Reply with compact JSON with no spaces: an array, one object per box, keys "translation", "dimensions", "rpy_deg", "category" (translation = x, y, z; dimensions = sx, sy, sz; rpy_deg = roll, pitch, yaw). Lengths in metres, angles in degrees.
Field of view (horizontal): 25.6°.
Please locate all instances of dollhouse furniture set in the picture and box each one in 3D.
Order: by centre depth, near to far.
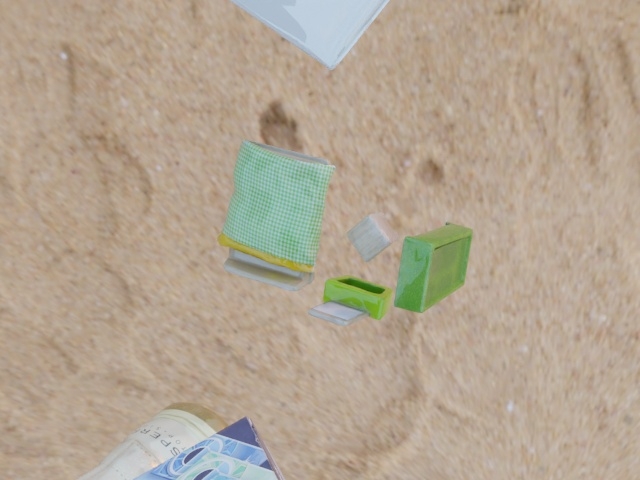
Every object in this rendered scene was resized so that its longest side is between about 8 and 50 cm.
[{"translation":[0.000,0.000,0.751],"dimensions":[0.152,0.058,0.076],"rpy_deg":[17,107,25],"category":"dollhouse furniture set"}]

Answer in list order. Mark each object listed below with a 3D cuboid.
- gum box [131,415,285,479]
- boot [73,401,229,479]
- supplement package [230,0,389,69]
[{"translation":[-0.081,0.149,0.476],"dimensions":[0.184,0.157,0.041],"rpy_deg":[-30,111,-5],"category":"gum box"},{"translation":[-0.099,0.199,0.646],"dimensions":[0.077,0.165,0.213],"rpy_deg":[7,109,36],"category":"boot"},{"translation":[-0.036,-0.192,0.733],"dimensions":[0.179,0.105,0.105],"rpy_deg":[33,112,-18],"category":"supplement package"}]
